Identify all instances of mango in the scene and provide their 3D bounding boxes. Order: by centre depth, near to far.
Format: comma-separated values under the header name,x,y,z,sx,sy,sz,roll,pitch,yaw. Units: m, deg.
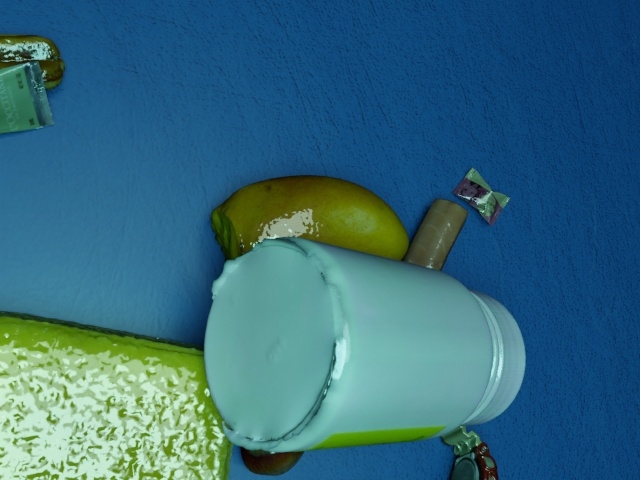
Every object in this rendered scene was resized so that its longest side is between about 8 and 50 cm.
name,x,y,z,sx,sy,sz,roll,pitch,yaw
mango,0.000,0.000,0.881,0.256,0.138,0.188,-14,98,-18

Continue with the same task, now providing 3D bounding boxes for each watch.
name,x,y,z,sx,sy,sz,roll,pitch,yaw
watch,0.110,0.308,0.893,0.268,0.102,0.165,11,56,-19

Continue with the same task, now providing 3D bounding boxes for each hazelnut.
name,x,y,z,sx,sy,sz,roll,pitch,yaw
hazelnut,-0.059,0.260,0.848,0.086,0.086,0.087,4,79,-21

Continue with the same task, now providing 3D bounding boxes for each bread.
name,x,y,z,sx,sy,sz,roll,pitch,yaw
bread,-0.268,0.252,0.725,0.332,0.143,0.324,14,74,-18

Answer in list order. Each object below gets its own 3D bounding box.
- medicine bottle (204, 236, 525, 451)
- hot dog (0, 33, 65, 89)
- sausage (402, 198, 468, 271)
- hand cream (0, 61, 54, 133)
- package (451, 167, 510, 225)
name,x,y,z,sx,sy,sz,roll,pitch,yaw
medicine bottle,0.068,0.125,0.774,0.378,0.213,0.214,13,75,-45
hot dog,-0.395,-0.214,0.808,0.164,0.045,0.071,-7,82,-23
sausage,0.159,0.023,0.984,0.065,0.065,0.170,33,71,-13
hand cream,-0.436,-0.145,0.769,0.235,0.087,0.055,-18,45,-23
package,0.255,-0.070,1.055,0.083,0.029,0.059,39,76,0
